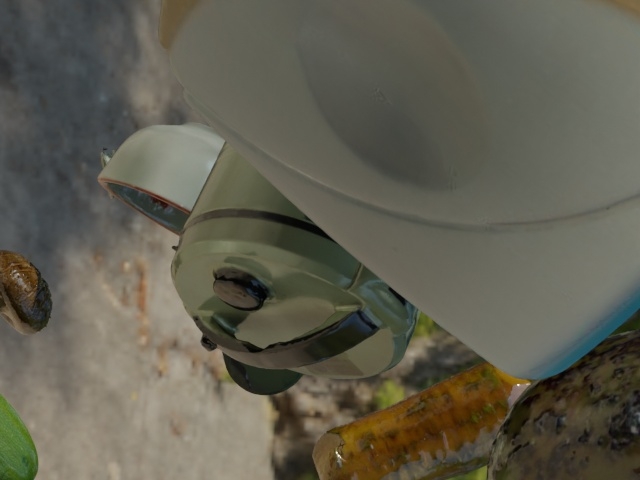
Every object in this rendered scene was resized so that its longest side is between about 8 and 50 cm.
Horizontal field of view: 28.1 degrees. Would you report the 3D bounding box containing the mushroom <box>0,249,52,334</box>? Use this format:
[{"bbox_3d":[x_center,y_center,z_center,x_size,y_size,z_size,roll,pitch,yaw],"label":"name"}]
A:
[{"bbox_3d":[-0.378,0.063,1.571,0.126,0.109,0.085,-12,-127,65],"label":"mushroom"}]

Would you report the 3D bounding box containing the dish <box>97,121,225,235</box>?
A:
[{"bbox_3d":[-0.136,-0.064,1.572,0.117,0.256,0.256,-62,-177,-9],"label":"dish"}]

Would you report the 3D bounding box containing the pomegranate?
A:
[{"bbox_3d":[0.226,0.221,0.842,0.285,0.285,0.340,101,16,-44],"label":"pomegranate"}]

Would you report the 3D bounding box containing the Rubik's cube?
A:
[{"bbox_3d":[0.147,-0.175,0.748,0.351,0.347,0.352,-41,169,-33],"label":"Rubik's cube"}]

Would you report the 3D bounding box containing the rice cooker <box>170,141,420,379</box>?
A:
[{"bbox_3d":[0.000,0.000,1.089,0.226,0.226,0.244,105,7,-59],"label":"rice cooker"}]

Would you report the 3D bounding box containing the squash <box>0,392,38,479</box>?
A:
[{"bbox_3d":[-0.437,0.167,1.427,0.395,0.107,0.107,58,26,-48],"label":"squash"}]

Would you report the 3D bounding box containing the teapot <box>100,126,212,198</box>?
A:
[{"bbox_3d":[-0.205,-0.112,1.776,0.107,0.200,0.077,-163,-118,-73],"label":"teapot"}]

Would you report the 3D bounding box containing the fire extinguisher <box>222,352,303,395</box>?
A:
[{"bbox_3d":[-0.059,0.127,1.544,0.311,0.114,0.095,30,75,-85],"label":"fire extinguisher"}]

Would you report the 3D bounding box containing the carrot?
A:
[{"bbox_3d":[0.134,0.216,1.442,0.114,0.302,0.114,160,-90,-85],"label":"carrot"}]
